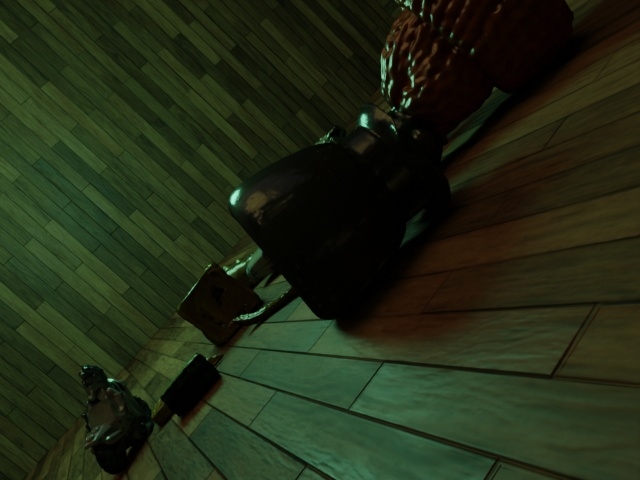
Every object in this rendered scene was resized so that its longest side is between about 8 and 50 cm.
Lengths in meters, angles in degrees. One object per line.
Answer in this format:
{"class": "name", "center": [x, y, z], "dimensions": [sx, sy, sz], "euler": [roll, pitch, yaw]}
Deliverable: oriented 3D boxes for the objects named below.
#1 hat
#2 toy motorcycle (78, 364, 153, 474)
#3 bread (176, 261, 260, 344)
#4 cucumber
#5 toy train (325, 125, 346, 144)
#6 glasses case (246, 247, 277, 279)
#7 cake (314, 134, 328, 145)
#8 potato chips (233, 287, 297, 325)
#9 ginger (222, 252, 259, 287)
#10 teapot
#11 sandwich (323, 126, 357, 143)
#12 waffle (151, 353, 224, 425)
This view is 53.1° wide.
{"class": "hat", "center": [0.203, -0.288, 1.075], "dimensions": [0.400, 0.285, 0.285], "euler": [-55, 5, 26]}
{"class": "toy motorcycle", "center": [-0.446, 0.352, 1.328], "dimensions": [0.108, 0.204, 0.239], "euler": [-36, 11, -6]}
{"class": "bread", "center": [-0.243, 0.145, 1.483], "dimensions": [0.158, 0.149, 0.143], "euler": [-48, 6, -9]}
{"class": "cucumber", "center": [-0.252, 0.273, 1.230], "dimensions": [0.115, 0.062, 0.116], "euler": [-46, 2, -11]}
{"class": "toy train", "center": [0.078, -0.167, 1.342], "dimensions": [0.200, 0.083, 0.132], "euler": [-3, -56, -40]}
{"class": "glasses case", "center": [-0.069, -0.007, 1.559], "dimensions": [0.327, 0.076, 0.125], "euler": [-38, 13, 36]}
{"class": "cake", "center": [0.022, -0.199, 1.758], "dimensions": [0.134, 0.147, 0.135], "euler": [-46, 11, 6]}
{"class": "potato chips", "center": [-0.096, 0.126, 1.258], "dimensions": [0.204, 0.037, 0.026], "euler": [-33, 26, 37]}
{"class": "ginger", "center": [-0.214, 0.096, 1.758], "dimensions": [0.205, 0.081, 0.115], "euler": [-46, 20, 2]}
{"class": "teapot", "center": [0.061, -0.035, 0.897], "dimensions": [0.285, 0.305, 0.223], "euler": [-40, 45, -4]}
{"class": "sandwich", "center": [0.048, -0.190, 1.507], "dimensions": [0.292, 0.109, 0.212], "euler": [-31, 20, -26]}
{"class": "waffle", "center": [-0.281, 0.302, 1.356], "dimensions": [0.191, 0.032, 0.125], "euler": [-46, 7, -12]}
